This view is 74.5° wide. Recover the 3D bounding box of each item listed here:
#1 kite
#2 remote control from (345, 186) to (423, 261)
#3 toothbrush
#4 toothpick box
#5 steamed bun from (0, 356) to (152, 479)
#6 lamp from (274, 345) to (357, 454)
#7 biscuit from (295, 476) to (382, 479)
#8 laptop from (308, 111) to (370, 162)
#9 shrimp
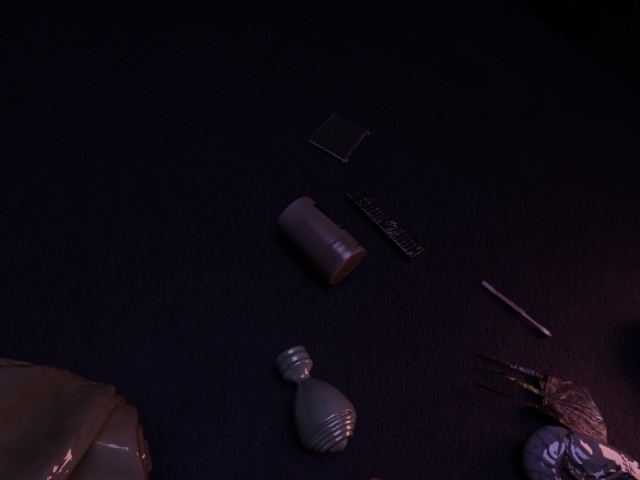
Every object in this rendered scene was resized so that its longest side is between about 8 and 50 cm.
[{"bbox_3d":[0.457,0.317,0.877,0.286,0.015,0.152,21,34,2],"label":"kite"},{"bbox_3d":[0.160,-0.047,1.069,0.063,0.025,0.245,-28,66,-33],"label":"remote control"},{"bbox_3d":[0.468,0.165,1.012,0.194,0.017,0.014,42,54,15],"label":"toothbrush"},{"bbox_3d":[0.000,0.000,0.929,0.111,0.111,0.180,-32,67,-33],"label":"toothpick box"},{"bbox_3d":[-0.329,0.307,0.483,0.255,0.342,0.367,9,41,-43],"label":"steamed bun"},{"bbox_3d":[-0.014,0.275,0.732,0.106,0.106,0.193,-18,52,-28],"label":"lamp"},{"bbox_3d":[-0.007,0.457,0.629,0.295,0.044,0.186,9,49,-13],"label":"biscuit"},{"bbox_3d":[0.057,-0.305,1.235,0.129,0.016,0.180,31,51,6],"label":"laptop"},{"bbox_3d":[0.535,0.446,0.758,0.343,0.116,0.145,17,49,7],"label":"shrimp"}]
